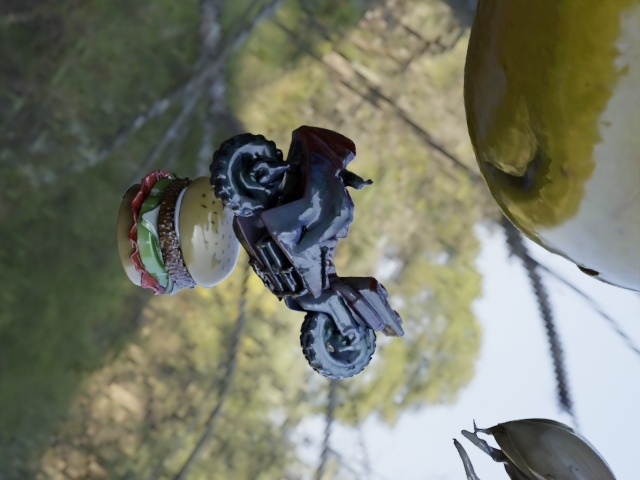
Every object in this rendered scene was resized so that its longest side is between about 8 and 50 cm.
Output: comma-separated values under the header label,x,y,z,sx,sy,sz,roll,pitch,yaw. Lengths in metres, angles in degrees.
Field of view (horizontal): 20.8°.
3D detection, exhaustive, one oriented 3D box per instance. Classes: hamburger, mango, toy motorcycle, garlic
label,x,y,z,sx,sy,sz,roll,pitch,yaw
hamburger,-0.176,-0.010,2.268,0.137,0.175,0.175,-3,-149,24
mango,0.193,-0.118,0.907,0.365,0.253,0.182,71,3,-46
toy motorcycle,0.000,0.000,1.378,0.122,0.213,0.082,-31,-169,-21
garlic,0.293,0.351,2.223,0.210,0.292,0.237,-45,138,-13
